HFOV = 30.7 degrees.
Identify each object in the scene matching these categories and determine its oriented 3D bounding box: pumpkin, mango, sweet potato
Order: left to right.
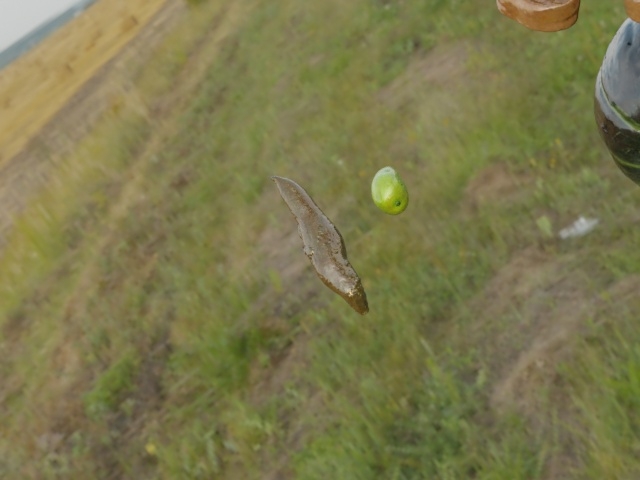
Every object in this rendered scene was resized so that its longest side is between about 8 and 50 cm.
[{"bbox_3d":[0.000,0.000,1.798,0.067,0.274,0.067,-26,-25,-13],"label":"sweet potato"},{"bbox_3d":[0.112,-0.082,1.878,0.056,0.073,0.108,-20,29,13],"label":"mango"},{"bbox_3d":[0.517,-0.185,1.512,0.323,0.323,0.241,-26,41,31],"label":"pumpkin"}]

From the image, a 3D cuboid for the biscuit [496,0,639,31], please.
[{"bbox_3d":[0.278,-0.316,1.195,0.202,0.047,0.334,-4,45,10],"label":"biscuit"}]
